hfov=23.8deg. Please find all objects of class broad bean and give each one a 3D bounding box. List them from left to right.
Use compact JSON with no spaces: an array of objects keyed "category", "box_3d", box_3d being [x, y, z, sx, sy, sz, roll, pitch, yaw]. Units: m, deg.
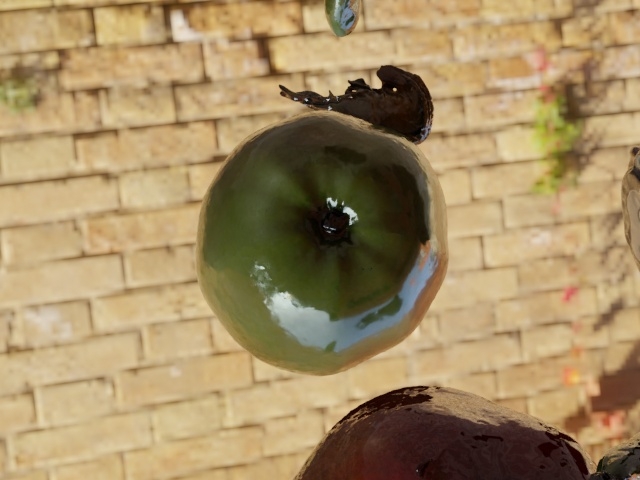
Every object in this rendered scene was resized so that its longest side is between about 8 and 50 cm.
[{"category":"broad bean","box_3d":[0.039,-0.344,1.764,0.072,0.206,0.153,20,-150,-2]},{"category":"broad bean","box_3d":[0.275,0.169,1.170,0.297,0.043,0.060,6,-143,-48]}]

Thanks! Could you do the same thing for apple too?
[{"category":"apple","box_3d":[0.000,0.000,1.980,0.357,0.357,0.357,-6,-176,0]}]

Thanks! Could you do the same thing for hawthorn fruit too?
[{"category":"hawthorn fruit","box_3d":[0.119,0.259,1.306,0.311,0.295,0.295,-17,176,44]}]

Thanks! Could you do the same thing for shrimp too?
[{"category":"shrimp","box_3d":[0.058,-0.210,2.169,0.262,0.117,0.066,24,-160,30]}]

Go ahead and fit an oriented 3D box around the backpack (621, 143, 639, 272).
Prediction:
[{"category":"backpack","box_3d":[0.462,-0.044,1.954,0.139,0.229,0.229,-12,-175,-3]}]
